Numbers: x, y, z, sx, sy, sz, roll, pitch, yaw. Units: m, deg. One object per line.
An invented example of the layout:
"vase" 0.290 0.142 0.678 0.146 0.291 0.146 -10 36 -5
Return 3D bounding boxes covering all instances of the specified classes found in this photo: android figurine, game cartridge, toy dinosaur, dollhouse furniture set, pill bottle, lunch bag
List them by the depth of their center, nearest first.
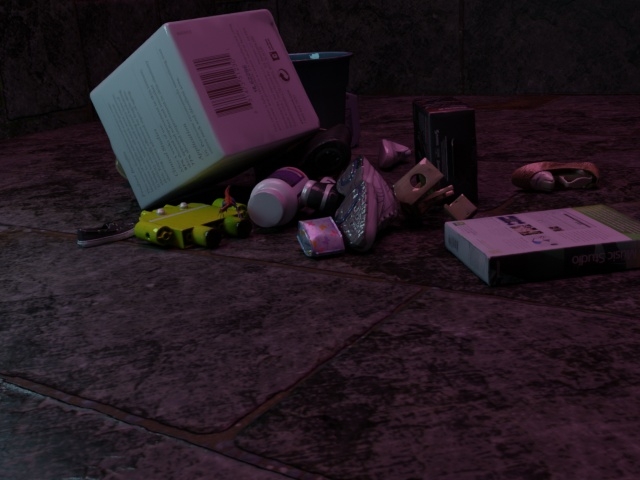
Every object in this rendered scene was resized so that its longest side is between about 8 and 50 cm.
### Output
"lunch bag" 0.000 0.000 1.475 0.071 0.053 0.083 -10 43 -21
"toy dinosaur" -0.197 -0.077 1.602 0.047 0.090 0.082 -18 -10 -5
"dollhouse furniture set" 0.244 -0.057 1.633 0.101 0.161 0.182 -41 -20 -2
"android figurine" -0.282 -0.039 1.677 0.248 0.056 0.273 -19 24 -40
"pill bottle" -0.093 -0.093 1.712 0.108 0.108 0.193 0 17 14
"game cartridge" 0.027 -0.377 2.483 0.060 0.195 0.294 9 21 35

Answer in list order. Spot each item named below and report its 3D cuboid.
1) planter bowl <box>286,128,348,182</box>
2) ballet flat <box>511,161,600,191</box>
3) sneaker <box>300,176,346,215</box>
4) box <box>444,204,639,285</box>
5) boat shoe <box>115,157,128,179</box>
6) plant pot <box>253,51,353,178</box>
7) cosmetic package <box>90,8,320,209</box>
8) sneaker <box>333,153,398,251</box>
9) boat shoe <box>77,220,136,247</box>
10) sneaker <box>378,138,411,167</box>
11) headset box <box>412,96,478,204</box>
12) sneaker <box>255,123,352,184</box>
"planter bowl" 0.003 -0.194 1.987 0.162 0.161 0.109 1 -9 18
"ballet flat" 0.556 -0.148 1.816 0.206 0.073 0.067 -7 31 3
"sneaker" 0.040 -0.087 1.750 0.121 0.079 0.217 22 12 13
"box" 0.408 0.003 1.367 0.322 0.058 0.232 -7 17 -7
"boat shoe" -0.440 -0.206 2.203 0.303 0.113 0.103 9 2 24
"plant pot" -0.069 -0.340 2.143 0.342 0.333 0.341 -4 16 1
"cosmetic package" -0.287 -0.318 1.892 0.394 0.329 0.327 -21 3 46
"sneaker" 0.105 -0.068 1.572 0.129 0.111 0.297 35 31 -16
"boat shoe" -0.458 -0.020 1.675 0.142 0.040 0.049 -18 22 -39
"sneaker" 0.218 -0.254 2.251 0.094 0.080 0.212 9 16 2
"headset box" 0.297 -0.218 1.845 0.110 0.217 0.293 -6 17 0
"sneaker" -0.034 -0.192 1.891 0.286 0.109 0.130 -21 31 30
